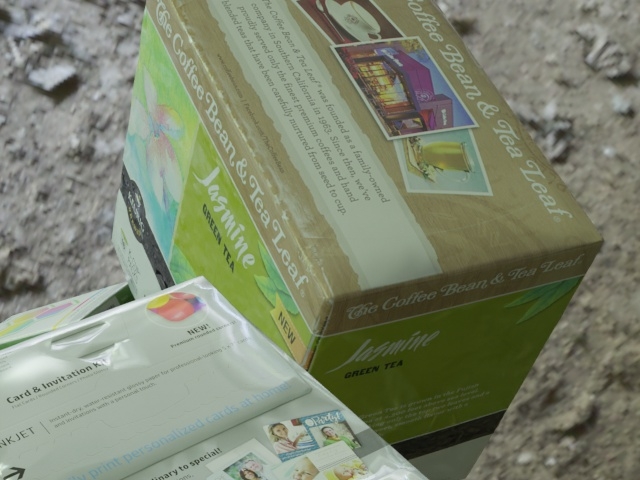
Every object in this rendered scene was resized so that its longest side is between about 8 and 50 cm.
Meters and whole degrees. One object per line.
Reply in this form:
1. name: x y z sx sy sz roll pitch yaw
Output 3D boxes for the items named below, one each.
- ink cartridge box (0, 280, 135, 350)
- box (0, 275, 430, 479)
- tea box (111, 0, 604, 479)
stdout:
1. ink cartridge box: -0.278 0.107 1.251 0.062 0.209 0.109 69 24 -10
2. box: -0.057 0.094 0.523 0.145 0.038 0.186 -21 42 -32
3. tea box: 0.000 0.000 1.014 0.220 0.324 0.329 -11 53 -26
